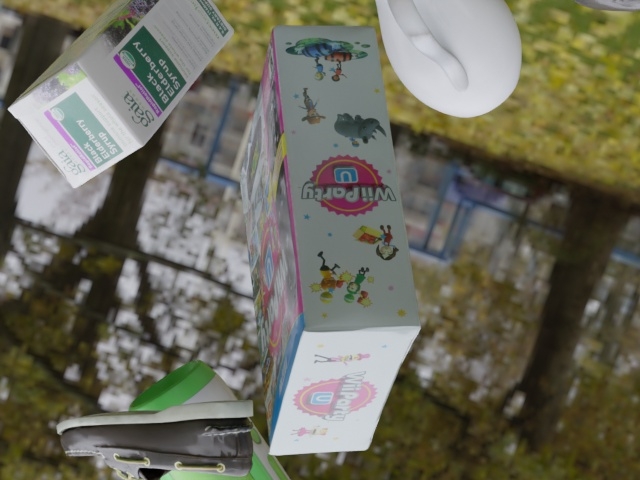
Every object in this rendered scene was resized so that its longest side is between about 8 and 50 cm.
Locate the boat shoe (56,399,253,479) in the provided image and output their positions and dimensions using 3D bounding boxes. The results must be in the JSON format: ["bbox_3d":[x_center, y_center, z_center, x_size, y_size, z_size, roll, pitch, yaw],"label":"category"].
[{"bbox_3d":[-0.156,0.188,1.362,0.227,0.069,0.081,-11,172,37],"label":"boat shoe"}]

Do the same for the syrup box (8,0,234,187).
[{"bbox_3d":[-0.176,-0.156,1.355,0.093,0.096,0.237,52,-147,-16],"label":"syrup box"}]

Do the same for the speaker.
[{"bbox_3d":[-0.109,0.296,1.817,0.296,0.131,0.131,57,-175,-7],"label":"speaker"}]

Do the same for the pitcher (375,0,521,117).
[{"bbox_3d":[0.111,-0.198,1.407,0.207,0.125,0.178,50,-155,-39],"label":"pitcher"}]

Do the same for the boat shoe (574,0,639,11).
[{"bbox_3d":[0.110,-0.171,0.557,0.095,0.112,0.335,17,-148,-13],"label":"boat shoe"}]

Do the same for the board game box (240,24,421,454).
[{"bbox_3d":[0.000,0.000,1.287,0.097,0.224,0.303,-1,-123,-11],"label":"board game box"}]
